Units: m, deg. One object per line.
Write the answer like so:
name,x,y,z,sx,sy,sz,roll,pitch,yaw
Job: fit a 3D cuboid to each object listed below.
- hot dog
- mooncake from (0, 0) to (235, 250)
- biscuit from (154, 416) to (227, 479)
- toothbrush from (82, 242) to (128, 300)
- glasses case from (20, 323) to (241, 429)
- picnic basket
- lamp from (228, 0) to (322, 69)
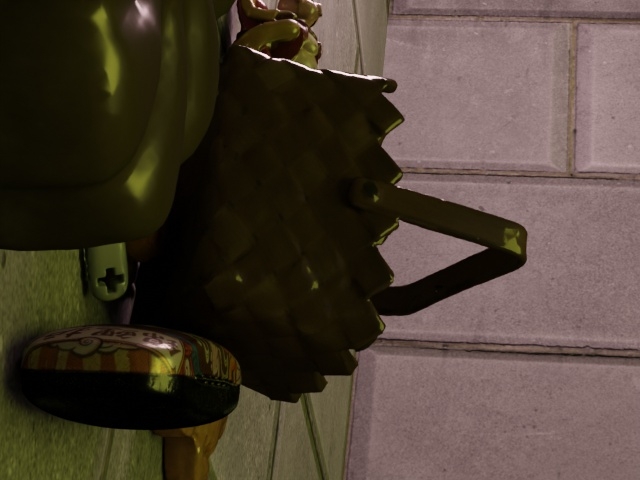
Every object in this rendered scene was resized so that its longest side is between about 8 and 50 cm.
hot dog,-0.161,-0.029,1.373,0.090,0.060,0.140,-55,139,-70
mooncake,-0.149,-0.180,0.854,0.378,0.201,0.378,2,90,-82
biscuit,-0.119,0.091,1.731,0.355,0.052,0.275,-79,169,-45
toothbrush,-0.175,-0.145,1.263,0.040,0.042,0.418,-145,-131,-60
glasses case,-0.142,0.109,1.280,0.321,0.122,0.082,43,51,-80
picnic basket,0.000,0.000,1.492,0.254,0.321,0.291,-31,-131,56
lamp,-0.054,-0.232,1.915,0.118,0.118,0.253,71,24,-70
